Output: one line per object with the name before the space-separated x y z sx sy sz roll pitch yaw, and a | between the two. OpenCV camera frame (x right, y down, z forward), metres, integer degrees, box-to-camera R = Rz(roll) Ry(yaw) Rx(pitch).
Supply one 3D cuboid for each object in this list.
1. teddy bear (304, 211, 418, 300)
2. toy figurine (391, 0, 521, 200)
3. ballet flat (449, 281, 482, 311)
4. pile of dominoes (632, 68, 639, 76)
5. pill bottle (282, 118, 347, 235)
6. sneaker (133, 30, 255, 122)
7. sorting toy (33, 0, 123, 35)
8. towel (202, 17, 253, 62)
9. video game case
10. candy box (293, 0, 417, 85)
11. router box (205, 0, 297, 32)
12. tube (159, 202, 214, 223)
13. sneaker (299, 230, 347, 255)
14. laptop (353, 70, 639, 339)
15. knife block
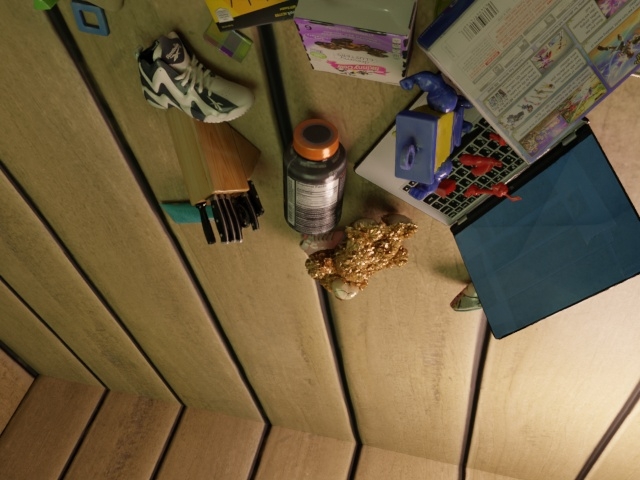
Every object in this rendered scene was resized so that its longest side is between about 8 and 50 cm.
teddy bear | 0.093 0.045 1.333 0.245 0.113 0.338 -2 151 -45
toy figurine | 0.199 -0.180 0.869 0.191 0.217 0.362 25 134 32
ballet flat | 0.417 0.120 1.377 0.222 0.077 0.079 -8 118 25
pile of dominoes | 0.451 -0.335 0.808 0.251 0.040 0.196 12 140 -4
pill bottle | -0.013 -0.131 1.180 0.131 0.130 0.245 14 143 7
sneaker | -0.245 -0.313 1.074 0.235 0.094 0.153 19 154 17
sorting toy | -0.434 -0.493 0.965 0.196 0.047 0.347 22 143 -5
towel | -0.170 -0.366 1.045 0.083 0.009 0.060 30 142 -16
video game case | 0.304 -0.275 0.754 0.244 0.061 0.269 37 109 -28
candy box | 0.059 -0.315 0.882 0.165 0.070 0.196 12 177 8
router box | -0.107 -0.417 0.920 0.179 0.046 0.133 -1 140 24
tube | -0.321 -0.071 1.467 0.207 0.052 0.080 -1 135 32
sneaker | 0.000 0.000 1.410 0.070 0.051 0.134 39 138 -22
laptop | 0.298 -0.062 1.044 0.408 0.236 0.382 28 142 -13
knife block | -0.232 -0.127 1.186 0.088 0.242 0.276 -23 127 41
